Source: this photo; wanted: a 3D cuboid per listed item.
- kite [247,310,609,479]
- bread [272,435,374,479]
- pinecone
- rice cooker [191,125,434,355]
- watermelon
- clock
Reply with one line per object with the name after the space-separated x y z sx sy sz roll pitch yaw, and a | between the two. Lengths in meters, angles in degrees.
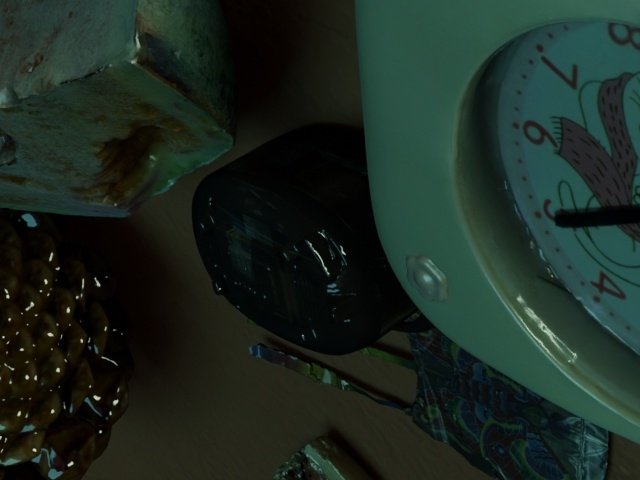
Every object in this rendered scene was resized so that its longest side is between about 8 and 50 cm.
0.055 0.075 0.892 0.285 0.015 0.152 19 130 33 | kite
0.005 0.178 1.011 0.070 0.035 0.083 47 140 4 | bread
-0.259 0.094 1.054 0.264 0.264 0.264 28 137 29 | pinecone
0.000 0.000 0.811 0.165 0.106 0.112 25 135 49 | rice cooker
-0.148 -0.124 0.853 0.322 0.188 0.175 -2 163 40 | watermelon
0.164 -0.023 0.599 0.324 0.109 0.265 29 142 32 | clock
